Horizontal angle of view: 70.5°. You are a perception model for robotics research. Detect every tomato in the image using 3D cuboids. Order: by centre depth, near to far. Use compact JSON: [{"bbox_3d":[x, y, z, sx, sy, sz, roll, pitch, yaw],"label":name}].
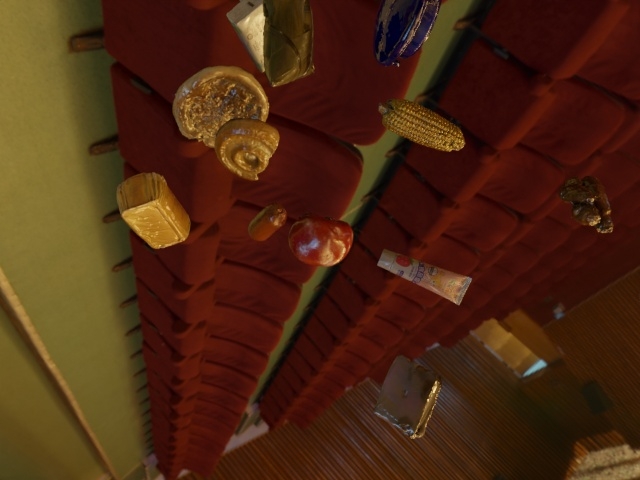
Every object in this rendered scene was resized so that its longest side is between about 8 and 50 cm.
[{"bbox_3d":[0.000,0.000,1.327,0.187,0.187,0.151,57,49,-76],"label":"tomato"}]

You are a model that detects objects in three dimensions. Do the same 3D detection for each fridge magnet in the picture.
[{"bbox_3d":[0.210,-0.567,1.129,0.265,0.112,0.266,-168,-90,-73],"label":"fridge magnet"}]

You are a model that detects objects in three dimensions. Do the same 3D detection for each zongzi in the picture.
[{"bbox_3d":[-0.096,-0.518,1.112,0.274,0.125,0.251,-63,150,-61],"label":"zongzi"}]

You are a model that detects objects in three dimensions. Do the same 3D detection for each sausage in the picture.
[{"bbox_3d":[-0.157,-0.055,1.337,0.076,0.076,0.197,-38,-177,-32],"label":"sausage"}]

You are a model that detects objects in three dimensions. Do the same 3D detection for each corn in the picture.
[{"bbox_3d":[0.339,-0.388,1.523,0.119,0.321,0.119,-161,-90,-79],"label":"corn"}]

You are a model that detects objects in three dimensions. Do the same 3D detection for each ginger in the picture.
[{"bbox_3d":[0.626,-0.094,1.062,0.073,0.103,0.162,111,-18,-51],"label":"ginger"}]

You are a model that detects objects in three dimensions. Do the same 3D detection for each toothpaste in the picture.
[{"bbox_3d":[0.219,0.073,0.975,0.043,0.194,0.067,-47,157,-69],"label":"toothpaste"}]

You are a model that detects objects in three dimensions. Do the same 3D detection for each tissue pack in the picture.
[{"bbox_3d":[-0.231,-0.771,1.649,0.159,0.145,0.229,-40,150,-2],"label":"tissue pack"}]

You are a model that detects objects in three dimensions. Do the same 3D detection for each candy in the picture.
[{"bbox_3d":[0.244,0.431,1.244,0.195,0.137,0.185,-63,151,-13],"label":"candy"}]

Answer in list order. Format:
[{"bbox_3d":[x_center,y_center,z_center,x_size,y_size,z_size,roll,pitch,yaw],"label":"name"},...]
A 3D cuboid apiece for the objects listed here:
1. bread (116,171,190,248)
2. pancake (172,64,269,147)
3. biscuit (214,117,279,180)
[{"bbox_3d":[-0.510,-0.084,1.404,0.152,0.119,0.288,-17,153,-3],"label":"bread"},{"bbox_3d":[-0.379,-0.494,1.746,0.382,0.071,0.382,-10,146,-7],"label":"pancake"},{"bbox_3d":[-0.278,-0.328,1.632,0.274,0.213,0.091,129,-22,-55],"label":"biscuit"}]
